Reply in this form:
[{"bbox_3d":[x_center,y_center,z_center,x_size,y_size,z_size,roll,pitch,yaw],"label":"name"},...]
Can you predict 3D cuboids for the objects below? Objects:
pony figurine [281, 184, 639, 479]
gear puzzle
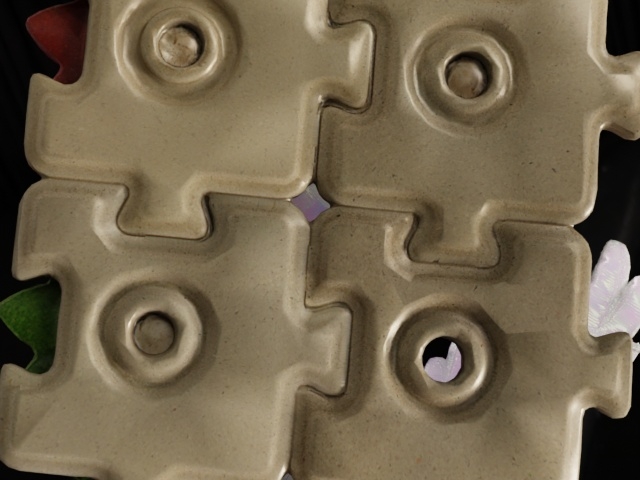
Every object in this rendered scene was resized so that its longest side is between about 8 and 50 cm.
[{"bbox_3d":[0.023,0.105,1.030,0.303,0.351,0.363,38,-152,10],"label":"pony figurine"},{"bbox_3d":[0.000,0.000,0.397,0.176,0.338,0.044,5,173,-4],"label":"gear puzzle"}]
